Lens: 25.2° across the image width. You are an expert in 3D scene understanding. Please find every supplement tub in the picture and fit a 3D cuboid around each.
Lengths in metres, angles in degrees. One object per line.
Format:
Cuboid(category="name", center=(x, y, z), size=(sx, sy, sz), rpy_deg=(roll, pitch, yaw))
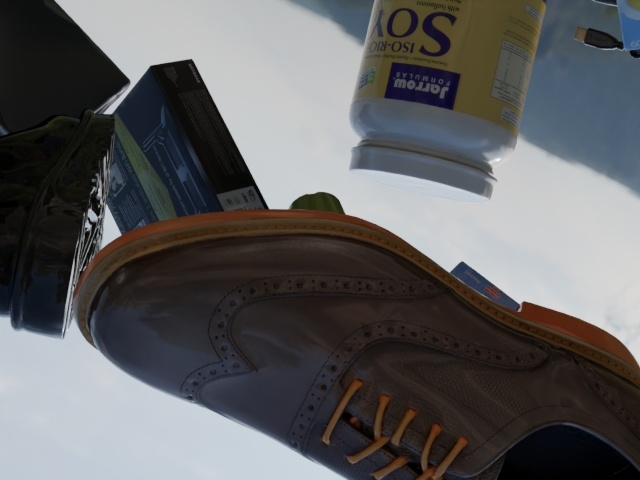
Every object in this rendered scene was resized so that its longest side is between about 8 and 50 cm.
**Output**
Cuboid(category="supplement tub", center=(0.173, -0.235, 1.991), size=(0.241, 0.331, 0.241), rpy_deg=(13, 176, 1))

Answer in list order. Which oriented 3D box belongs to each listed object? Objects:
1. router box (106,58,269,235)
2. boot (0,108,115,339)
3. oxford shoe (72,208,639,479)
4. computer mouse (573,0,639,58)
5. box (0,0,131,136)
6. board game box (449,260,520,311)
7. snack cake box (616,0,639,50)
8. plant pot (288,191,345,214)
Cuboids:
Cuboid(category="router box", center=(-0.203, -0.065, 2.056), size=(0.081, 0.243, 0.309), rpy_deg=(-16, -106, -41))
Cuboid(category="boot", center=(-0.289, -0.040, 1.047), size=(0.260, 0.131, 0.348), rpy_deg=(9, -169, -4))
Cuboid(category="oxford shoe", center=(0.043, 0.082, 0.787), size=(0.363, 0.130, 0.133), rpy_deg=(14, -152, -18))
Cuboid(category="computer mouse", center=(0.405, -0.345, 2.037), size=(0.262, 0.184, 0.060), rpy_deg=(32, 161, 32))
Cuboid(category="box", center=(-0.439, -0.081, 1.509), size=(0.212, 0.395, 0.293), rpy_deg=(46, -156, -7))
Cuboid(category="board game box", center=(0.168, 0.123, 1.043), size=(0.160, 0.039, 0.211), rpy_deg=(39, 164, 37))
Cuboid(category="snack cake box", center=(0.390, -0.261, 1.255), size=(0.264, 0.089, 0.152), rpy_deg=(-5, 140, 17))
Cuboid(category="plant pot", center=(0.000, 0.000, 1.324), size=(0.083, 0.083, 0.079), rpy_deg=(18, -137, -35))
